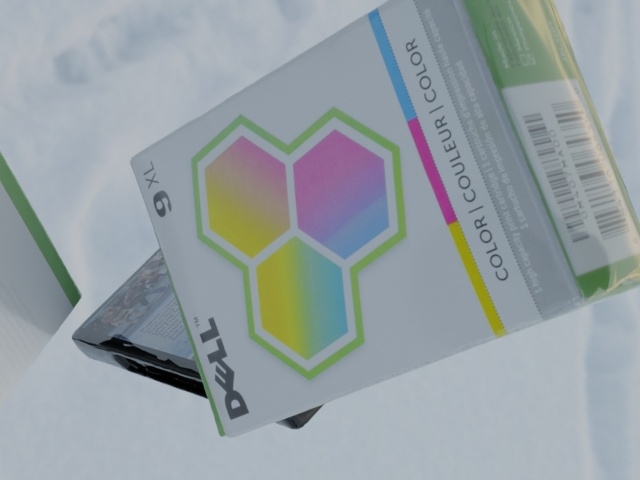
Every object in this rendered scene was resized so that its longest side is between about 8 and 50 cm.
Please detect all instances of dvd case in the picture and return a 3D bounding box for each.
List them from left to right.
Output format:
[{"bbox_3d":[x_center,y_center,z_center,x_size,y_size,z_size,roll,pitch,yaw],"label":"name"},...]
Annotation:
[{"bbox_3d":[-0.016,0.006,0.677,0.180,0.253,0.022,-46,113,-19],"label":"dvd case"}]

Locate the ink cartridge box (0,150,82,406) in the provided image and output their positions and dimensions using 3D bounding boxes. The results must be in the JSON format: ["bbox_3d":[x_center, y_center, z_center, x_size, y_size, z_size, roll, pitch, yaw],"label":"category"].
[{"bbox_3d":[-0.213,0.072,0.635,0.056,0.171,0.235,25,67,18],"label":"ink cartridge box"}]

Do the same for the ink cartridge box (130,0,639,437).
[{"bbox_3d":[0.000,0.000,0.477,0.062,0.209,0.109,-12,80,-51],"label":"ink cartridge box"}]
